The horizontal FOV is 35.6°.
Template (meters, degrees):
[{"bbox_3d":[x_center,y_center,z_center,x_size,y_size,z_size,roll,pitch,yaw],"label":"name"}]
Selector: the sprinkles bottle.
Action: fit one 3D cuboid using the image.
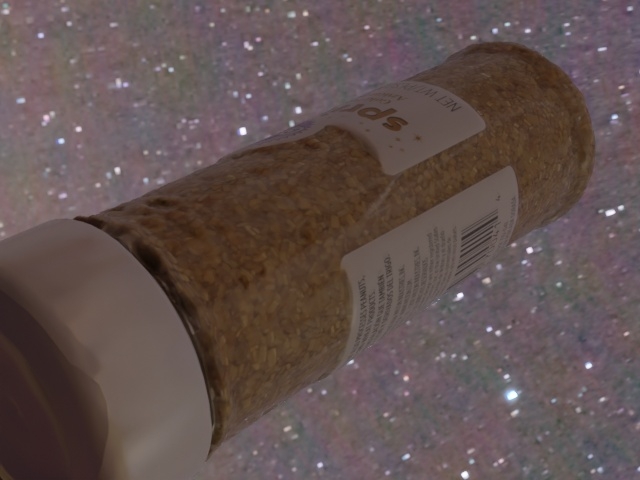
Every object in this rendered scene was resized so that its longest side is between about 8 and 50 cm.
[{"bbox_3d":[0.000,0.000,0.492,0.121,0.355,0.121,23,-54,35],"label":"sprinkles bottle"}]
